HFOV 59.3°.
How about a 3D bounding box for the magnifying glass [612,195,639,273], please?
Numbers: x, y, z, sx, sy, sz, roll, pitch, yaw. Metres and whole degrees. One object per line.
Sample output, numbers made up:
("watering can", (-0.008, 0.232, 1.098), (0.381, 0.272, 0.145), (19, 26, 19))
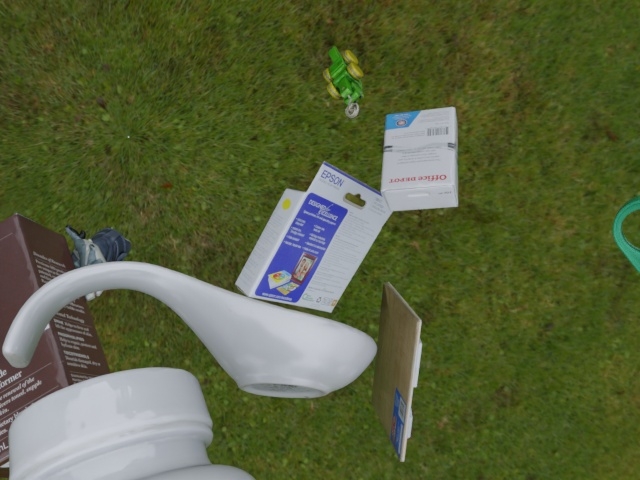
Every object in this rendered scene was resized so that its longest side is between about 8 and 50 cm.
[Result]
("magnifying glass", (0.474, 0.042, 0.792), (0.026, 0.092, 0.231), (-40, 118, -43))

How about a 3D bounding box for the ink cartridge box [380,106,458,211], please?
("ink cartridge box", (0.198, -0.160, 1.108), (0.139, 0.082, 0.191), (-3, 62, 18))

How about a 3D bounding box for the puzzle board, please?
("puzzle board", (0.068, 0.113, 0.501), (0.011, 0.096, 0.128), (1, 104, -10))

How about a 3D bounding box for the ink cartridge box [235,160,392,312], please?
("ink cartridge box", (0.000, 0.000, 1.214), (0.303, 0.072, 0.307), (21, 100, -52))

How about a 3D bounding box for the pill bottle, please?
("pill bottle", (-0.083, 0.213, 0.283), (0.152, 0.152, 0.272), (-16, 61, -15))

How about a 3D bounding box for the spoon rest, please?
("spoon rest", (-0.087, 0.071, 0.443), (0.276, 0.137, 0.084), (11, 65, -19))

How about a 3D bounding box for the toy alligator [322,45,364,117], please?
("toy alligator", (0.047, -0.241, 0.886), (0.056, 0.190, 0.051), (-38, 133, 27))

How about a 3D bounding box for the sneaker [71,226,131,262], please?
("sneaker", (-0.509, 0.068, 1.246), (0.086, 0.163, 0.226), (38, 116, -8))

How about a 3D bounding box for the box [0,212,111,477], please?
("box", (-0.493, 0.167, 0.938), (0.191, 0.143, 0.382), (-31, 65, 2))

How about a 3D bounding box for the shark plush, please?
("shark plush", (-0.447, 0.034, 1.059), (0.067, 0.073, 0.161), (-28, 82, -16))
